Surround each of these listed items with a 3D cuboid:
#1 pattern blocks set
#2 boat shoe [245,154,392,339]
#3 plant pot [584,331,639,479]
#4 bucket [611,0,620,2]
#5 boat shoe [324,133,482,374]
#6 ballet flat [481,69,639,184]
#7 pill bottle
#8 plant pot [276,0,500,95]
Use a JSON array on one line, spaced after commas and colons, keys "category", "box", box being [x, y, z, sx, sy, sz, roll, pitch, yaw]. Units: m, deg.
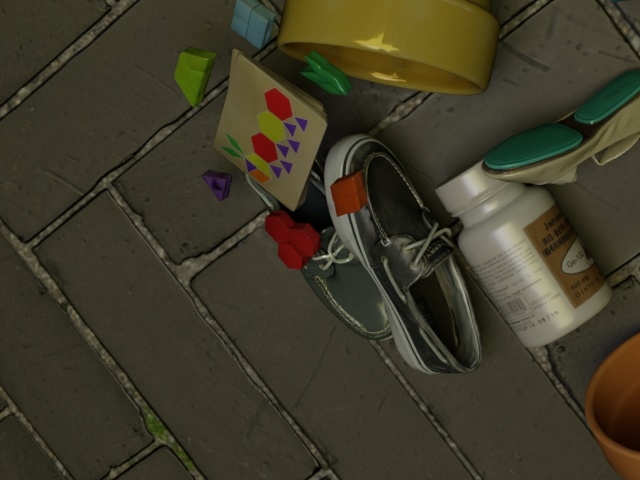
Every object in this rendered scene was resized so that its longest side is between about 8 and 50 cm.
[{"category": "pattern blocks set", "box": [-0.059, -0.126, 1.518, 0.285, 0.026, 0.325, 44, 145, 6]}, {"category": "boat shoe", "box": [0.000, 0.000, 1.649, 0.116, 0.099, 0.319, -29, 95, 19]}, {"category": "plant pot", "box": [0.482, 0.236, 1.512, 0.291, 0.291, 0.203, -19, 115, 17]}, {"category": "bucket", "box": [0.384, -0.389, 1.381, 0.183, 0.281, 0.281, -9, 101, 19]}, {"category": "boat shoe", "box": [0.120, 0.017, 1.591, 0.119, 0.121, 0.335, 1, 124, 53]}, {"category": "ballet flat", "box": [0.305, -0.112, 1.520, 0.248, 0.086, 0.086, -29, 96, -12]}, {"category": "pill bottle", "box": [0.244, 0.004, 1.574, 0.131, 0.131, 0.229, -33, 92, 19]}, {"category": "plant pot", "box": [0.094, -0.312, 1.488, 0.254, 0.254, 0.239, 11, 90, 11]}]
